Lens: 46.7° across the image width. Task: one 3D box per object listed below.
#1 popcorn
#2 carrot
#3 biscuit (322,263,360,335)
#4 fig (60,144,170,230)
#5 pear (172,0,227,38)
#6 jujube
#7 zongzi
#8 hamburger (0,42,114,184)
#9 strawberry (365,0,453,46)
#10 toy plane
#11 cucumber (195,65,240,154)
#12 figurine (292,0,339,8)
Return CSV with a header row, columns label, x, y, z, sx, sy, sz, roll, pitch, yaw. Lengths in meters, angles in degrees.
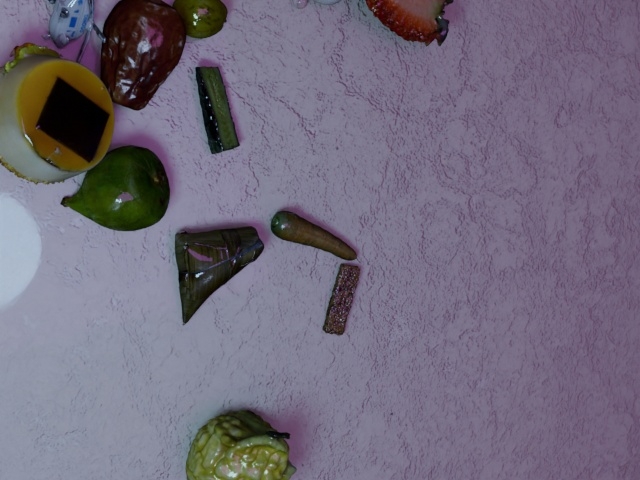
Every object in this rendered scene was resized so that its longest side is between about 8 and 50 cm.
label,x,y,z,sx,sy,sz,roll,pitch,yaw
popcorn,-0.200,0.562,1.892,0.293,0.293,0.237,12,88,-23
carrot,0.000,0.000,1.977,0.298,0.078,0.078,25,89,-29
biscuit,0.057,0.163,2.037,0.064,0.034,0.199,12,93,-22
fig,-0.485,-0.104,1.733,0.235,0.203,0.203,-18,109,23
pear,-0.285,-0.531,1.750,0.131,0.107,0.107,10,95,-16
jujube,-0.411,-0.424,1.679,0.190,0.190,0.255,21,103,-23
zongzi,-0.250,0.087,1.866,0.221,0.112,0.242,-8,109,-21
hamburger,-0.589,-0.265,1.606,0.276,0.179,0.294,33,65,-50
strawberry,0.195,-0.637,1.901,0.306,0.138,0.233,18,78,-33
toy plane,-0.520,-0.518,1.602,0.107,0.273,0.182,-6,75,-39
cucumber,-0.265,-0.321,1.821,0.078,0.062,0.211,-27,104,-51
figurine,-0.017,-0.669,1.818,0.257,0.144,0.181,6,93,-26
